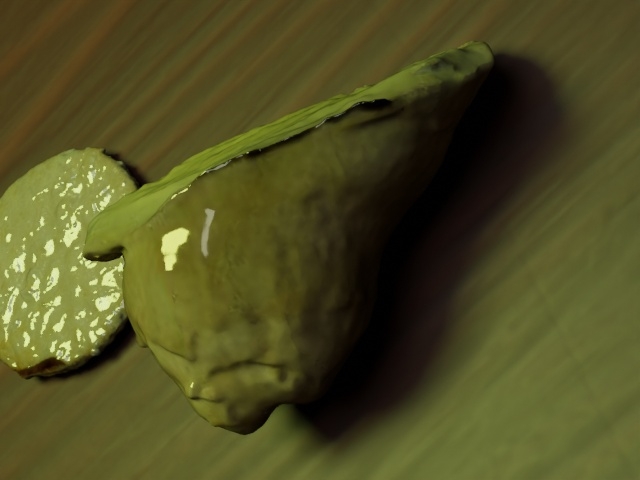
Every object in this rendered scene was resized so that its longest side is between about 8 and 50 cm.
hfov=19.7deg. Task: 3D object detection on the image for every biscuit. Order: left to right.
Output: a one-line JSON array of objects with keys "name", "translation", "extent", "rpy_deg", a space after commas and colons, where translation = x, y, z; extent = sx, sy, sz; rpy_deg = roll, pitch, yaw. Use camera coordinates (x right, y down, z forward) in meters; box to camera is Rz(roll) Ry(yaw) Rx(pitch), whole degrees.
[{"name": "biscuit", "translation": [-0.129, 0.010, 0.907], "extent": [0.120, 0.015, 0.120], "rpy_deg": [-13, 67, 34]}]

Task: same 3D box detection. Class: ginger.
[{"name": "ginger", "translation": [0.002, -0.004, 0.776], "extent": [0.193, 0.115, 0.123], "rpy_deg": [-30, 80, 17]}]
